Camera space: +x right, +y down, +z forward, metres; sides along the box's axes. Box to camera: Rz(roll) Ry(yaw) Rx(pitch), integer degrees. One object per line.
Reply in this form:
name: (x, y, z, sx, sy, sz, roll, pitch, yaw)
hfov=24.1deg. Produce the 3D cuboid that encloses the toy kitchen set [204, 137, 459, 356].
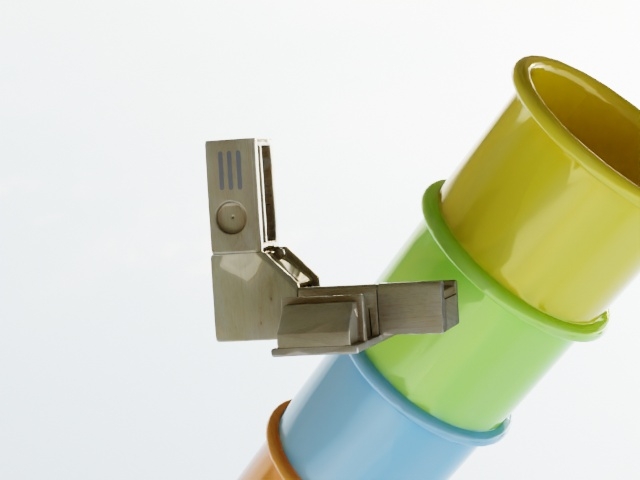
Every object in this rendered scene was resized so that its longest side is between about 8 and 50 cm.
toy kitchen set: (0.000, 0.000, 0.523, 0.083, 0.075, 0.068, -3, -177, 15)

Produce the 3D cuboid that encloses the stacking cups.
stacking cups: (0.025, 0.068, 0.629, 0.096, 0.316, 0.096, 29, -151, -18)
